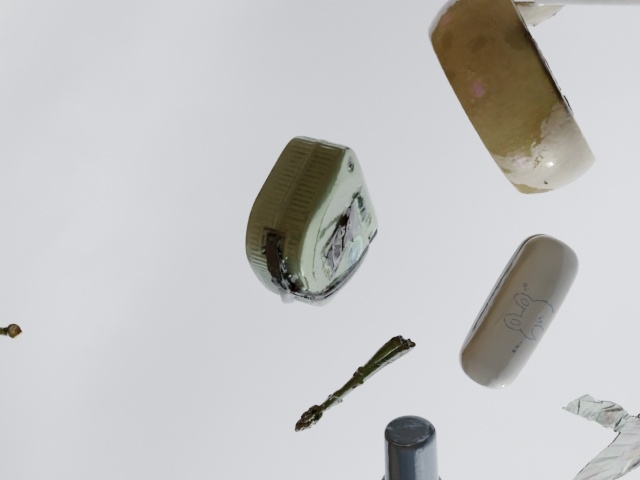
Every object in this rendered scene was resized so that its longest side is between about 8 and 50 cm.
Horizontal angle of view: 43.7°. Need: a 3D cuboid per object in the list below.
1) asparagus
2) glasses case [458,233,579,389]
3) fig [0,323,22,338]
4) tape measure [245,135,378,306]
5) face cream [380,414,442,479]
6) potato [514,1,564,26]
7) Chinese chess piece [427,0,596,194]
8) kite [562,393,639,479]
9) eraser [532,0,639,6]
[{"bbox_3d":[0.031,0.161,0.875,0.233,0.023,0.022,-49,-115,43],"label":"asparagus"},{"bbox_3d":[0.279,0.101,1.128,0.233,0.092,0.059,-59,-174,3],"label":"glasses case"},{"bbox_3d":[-0.318,0.061,0.638,0.166,0.093,0.093,35,-84,33],"label":"fig"},{"bbox_3d":[0.000,0.000,1.056,0.115,0.235,0.207,14,-116,22],"label":"tape measure"},{"bbox_3d":[0.130,0.418,1.110,0.135,0.086,0.385,34,-45,53],"label":"face cream"},{"bbox_3d":[0.357,-0.491,1.319,0.237,0.301,0.288,10,-90,55],"label":"potato"},{"bbox_3d":[0.217,-0.170,0.906,0.097,0.251,0.250,-29,-128,20],"label":"Chinese chess piece"},{"bbox_3d":[0.233,0.139,0.595,0.229,0.250,0.012,-51,-133,15],"label":"kite"},{"bbox_3d":[0.353,-0.364,0.990,0.287,0.086,0.130,12,-110,28],"label":"eraser"}]
